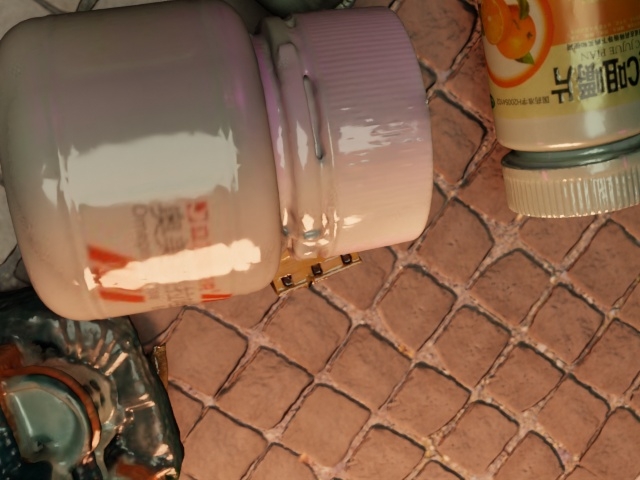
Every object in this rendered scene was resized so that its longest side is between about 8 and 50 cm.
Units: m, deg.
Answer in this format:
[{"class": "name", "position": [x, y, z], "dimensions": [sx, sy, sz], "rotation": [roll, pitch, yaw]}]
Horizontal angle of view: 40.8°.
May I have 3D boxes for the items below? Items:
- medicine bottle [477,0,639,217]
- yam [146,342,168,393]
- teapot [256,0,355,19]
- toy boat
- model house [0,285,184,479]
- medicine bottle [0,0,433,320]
[{"class": "medicine bottle", "position": [0.236, -0.195, 0.829], "dimensions": [0.158, 0.158, 0.318], "rotation": [-14, 104, -8]}, {"class": "yam", "position": [-0.168, 0.168, 0.900], "dimensions": [0.027, 0.033, 0.129], "rotation": [4, 100, 26]}, {"class": "teapot", "position": [-0.012, -0.261, 0.806], "dimensions": [0.111, 0.149, 0.108], "rotation": [-13, 132, 31]}, {"class": "toy boat", "position": [0.000, 0.000, 0.879], "dimensions": [0.201, 0.057, 0.077], "rotation": [-23, 111, -6]}, {"class": "model house", "position": [-0.255, 0.196, 0.741], "dimensions": [0.185, 0.291, 0.253], "rotation": [-11, 105, 9]}, {"class": "medicine bottle", "position": [-0.088, -0.077, 0.738], "dimensions": [0.325, 0.256, 0.256], "rotation": [-8, 104, -10]}]
